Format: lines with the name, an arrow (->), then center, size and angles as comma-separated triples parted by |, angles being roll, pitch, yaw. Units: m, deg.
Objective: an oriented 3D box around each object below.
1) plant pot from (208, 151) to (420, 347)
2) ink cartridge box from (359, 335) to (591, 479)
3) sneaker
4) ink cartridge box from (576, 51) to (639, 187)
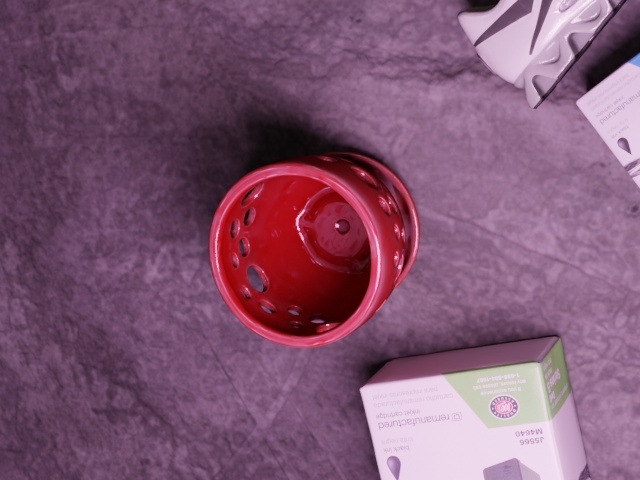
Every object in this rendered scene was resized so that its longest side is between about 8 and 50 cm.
plant pot -> 0.000, 0.000, 1.609 | 0.191, 0.174, 0.191 | 4, 103, 18
ink cartridge box -> 0.176, 0.256, 1.632 | 0.198, 0.115, 0.273 | -10, 97, 21
sneaker -> 0.257, -0.293, 1.484 | 0.146, 0.122, 0.330 | 42, 111, 5
ink cartridge box -> 0.365, -0.104, 1.508 | 0.139, 0.082, 0.191 | -38, 85, 22
